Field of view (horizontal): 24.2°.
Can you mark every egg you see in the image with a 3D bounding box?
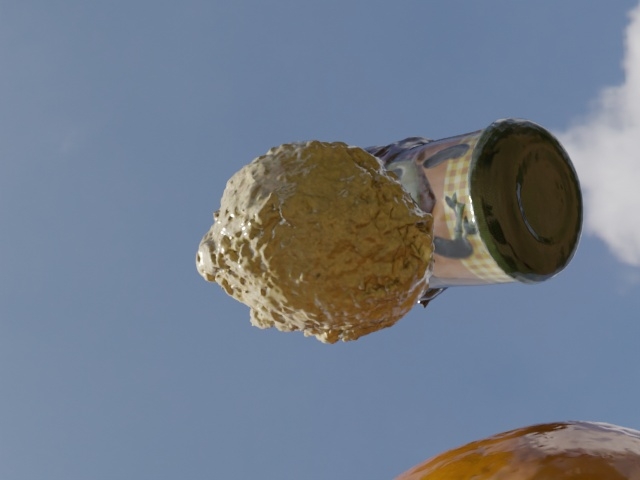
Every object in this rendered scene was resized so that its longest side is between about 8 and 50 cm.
[{"bbox_3d":[0.000,0.000,0.884,0.140,0.116,0.118,16,-101,15],"label":"egg"}]

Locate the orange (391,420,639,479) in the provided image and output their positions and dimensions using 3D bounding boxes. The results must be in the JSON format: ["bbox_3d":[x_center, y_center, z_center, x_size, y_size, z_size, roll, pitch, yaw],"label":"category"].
[{"bbox_3d":[0.124,0.246,0.749,0.312,0.312,0.312,-2,-86,-27],"label":"orange"}]

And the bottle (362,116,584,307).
[{"bbox_3d":[0.074,-0.009,1.236,0.143,0.271,0.156,57,-134,-24],"label":"bottle"}]
